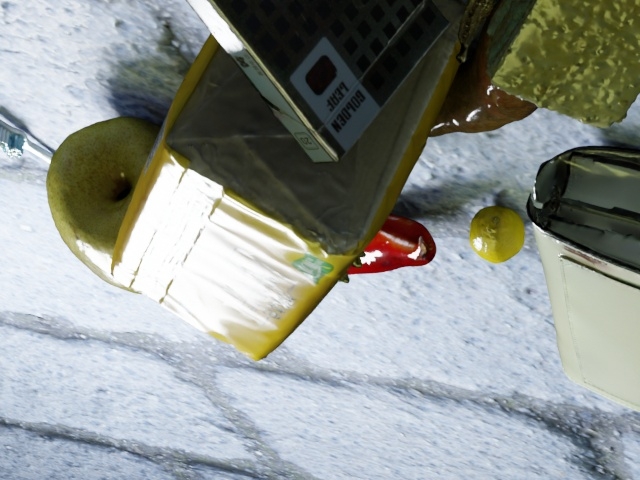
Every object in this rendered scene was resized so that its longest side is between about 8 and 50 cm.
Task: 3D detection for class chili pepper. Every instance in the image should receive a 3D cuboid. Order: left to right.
[{"bbox_3d":[0.008,-0.001,2.155,0.368,0.092,0.137,-7,178,38],"label":"chili pepper"}]

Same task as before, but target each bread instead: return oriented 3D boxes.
[{"bbox_3d":[0.236,-0.199,1.522,0.138,0.102,0.196,19,127,-15],"label":"bread"}]

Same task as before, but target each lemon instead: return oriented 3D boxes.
[{"bbox_3d":[0.201,-0.006,2.055,0.065,0.065,0.092,11,160,19],"label":"lemon"}]

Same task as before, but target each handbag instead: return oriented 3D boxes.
[{"bbox_3d":[0.357,0.055,1.955,0.236,0.160,0.358,16,155,21],"label":"handbag"}]

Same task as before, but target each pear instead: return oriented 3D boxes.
[{"bbox_3d":[-0.211,-0.038,2.137,0.228,0.188,0.211,39,178,20],"label":"pear"}]

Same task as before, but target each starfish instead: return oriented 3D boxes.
[{"bbox_3d":[0.137,-0.225,1.622,0.133,0.041,0.130,17,115,22],"label":"starfish"}]

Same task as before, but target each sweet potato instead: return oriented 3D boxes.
[{"bbox_3d":[0.171,-0.153,1.731,0.097,0.097,0.292,23,156,-7],"label":"sweet potato"}]

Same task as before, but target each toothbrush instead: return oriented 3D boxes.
[{"bbox_3d":[-0.283,-0.056,2.368,0.040,0.040,0.386,-8,147,46],"label":"toothbrush"}]

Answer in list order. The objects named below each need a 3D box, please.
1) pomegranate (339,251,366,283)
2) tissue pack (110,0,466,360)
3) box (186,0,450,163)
[{"bbox_3d":[-0.036,-0.033,2.031,0.205,0.159,0.159,44,162,18],"label":"pomegranate"},{"bbox_3d":[-0.038,-0.083,1.769,0.228,0.293,0.382,29,157,-5],"label":"tissue pack"},{"bbox_3d":[-0.036,-0.240,1.512,0.047,0.180,0.325,3,138,52],"label":"box"}]
